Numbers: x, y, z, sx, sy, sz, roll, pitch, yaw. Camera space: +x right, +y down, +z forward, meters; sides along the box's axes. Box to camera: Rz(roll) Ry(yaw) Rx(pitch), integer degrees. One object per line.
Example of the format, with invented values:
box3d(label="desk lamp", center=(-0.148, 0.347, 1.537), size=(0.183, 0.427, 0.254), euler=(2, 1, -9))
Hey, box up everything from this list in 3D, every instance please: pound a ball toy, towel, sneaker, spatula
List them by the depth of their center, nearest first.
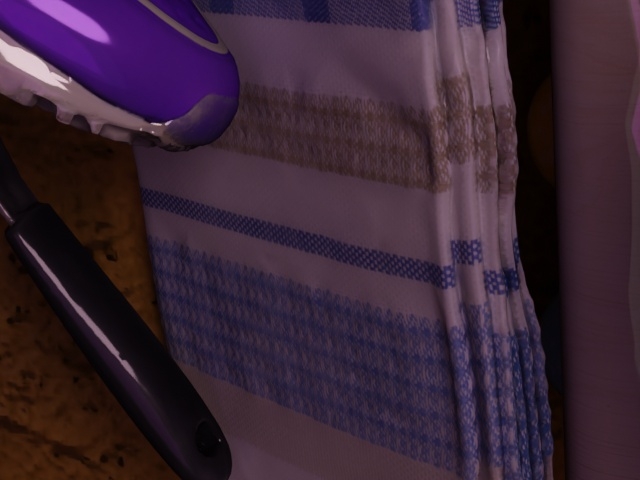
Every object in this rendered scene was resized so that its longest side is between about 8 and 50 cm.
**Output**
box3d(label="pound a ball toy", center=(0.110, -0.045, 0.505), size=(0.135, 0.208, 0.319), euler=(6, 111, 31))
box3d(label="sneaker", center=(-0.110, -0.163, 0.526), size=(0.146, 0.102, 0.293), euler=(-45, 81, 12))
box3d(label="towel", center=(0.000, 0.000, 0.567), size=(0.034, 0.209, 0.285), euler=(-20, 109, -33))
box3d(label="spatula", center=(-0.115, -0.032, 0.600), size=(0.030, 0.084, 0.296), euler=(-24, 102, 35))
